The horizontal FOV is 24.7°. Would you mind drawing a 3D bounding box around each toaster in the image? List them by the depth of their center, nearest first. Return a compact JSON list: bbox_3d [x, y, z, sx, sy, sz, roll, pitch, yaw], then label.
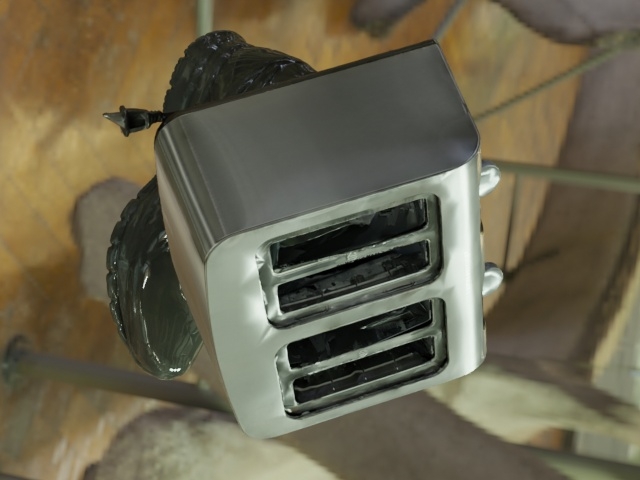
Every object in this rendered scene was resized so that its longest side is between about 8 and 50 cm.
[{"bbox_3d":[0.000,0.000,0.774,0.168,0.185,0.110,83,-13,-45],"label":"toaster"}]

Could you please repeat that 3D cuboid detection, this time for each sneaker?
[{"bbox_3d":[-0.079,-0.024,1.160,0.109,0.130,0.286,15,91,-58],"label":"sneaker"}]
